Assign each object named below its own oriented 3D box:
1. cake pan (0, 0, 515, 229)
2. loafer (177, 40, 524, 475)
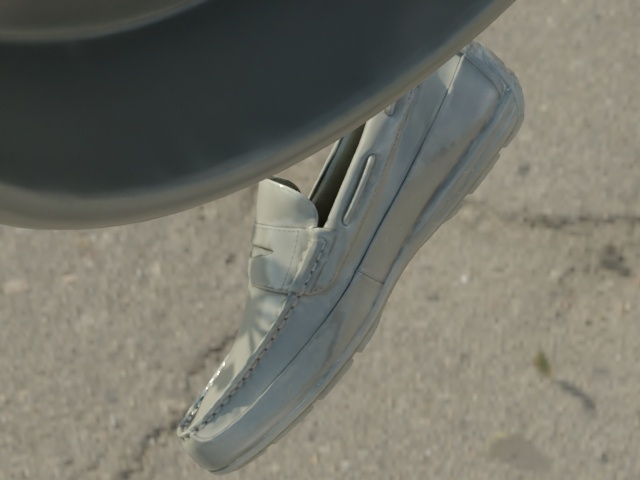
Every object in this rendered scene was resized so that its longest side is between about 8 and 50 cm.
[{"bbox_3d":[0.007,-0.128,0.340,0.293,0.293,0.054,-32,64,-29],"label":"cake pan"},{"bbox_3d":[0.000,0.000,1.046,0.319,0.111,0.112,-55,13,-3],"label":"loafer"}]
